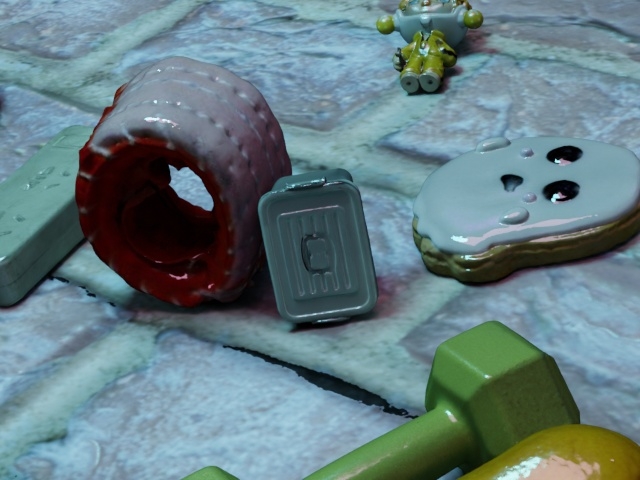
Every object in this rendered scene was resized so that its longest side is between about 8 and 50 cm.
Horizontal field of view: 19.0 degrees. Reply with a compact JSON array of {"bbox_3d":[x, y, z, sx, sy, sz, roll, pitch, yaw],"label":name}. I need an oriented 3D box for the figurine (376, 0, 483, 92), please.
[{"bbox_3d":[0.114,-0.203,1.903,0.101,0.068,0.143,-18,42,-1],"label":"figurine"}]

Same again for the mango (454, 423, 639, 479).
[{"bbox_3d":[0.135,0.185,1.200,0.178,0.090,0.115,-25,65,-17],"label":"mango"}]

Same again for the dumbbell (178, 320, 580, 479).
[{"bbox_3d":[0.029,0.162,1.273,0.302,0.121,0.108,-27,61,-20],"label":"dumbbell"}]

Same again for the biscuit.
[{"bbox_3d":[0.177,-0.039,1.614,0.208,0.049,0.181,-13,31,3],"label":"biscuit"}]

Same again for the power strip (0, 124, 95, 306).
[{"bbox_3d":[-0.242,-0.040,1.774,0.093,0.053,0.288,6,36,30],"label":"power strip"}]

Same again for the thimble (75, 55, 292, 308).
[{"bbox_3d":[-0.115,-0.050,1.603,0.163,0.189,0.125,0,33,19],"label":"thimble"}]

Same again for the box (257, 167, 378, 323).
[{"bbox_3d":[0.000,0.000,1.552,0.084,0.122,0.069,-8,19,6],"label":"box"}]
